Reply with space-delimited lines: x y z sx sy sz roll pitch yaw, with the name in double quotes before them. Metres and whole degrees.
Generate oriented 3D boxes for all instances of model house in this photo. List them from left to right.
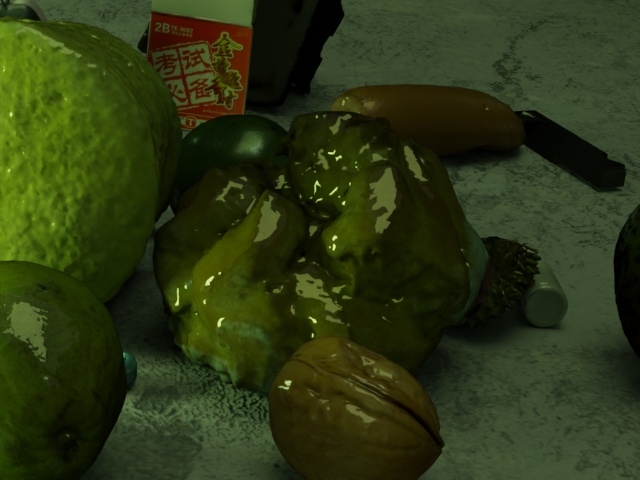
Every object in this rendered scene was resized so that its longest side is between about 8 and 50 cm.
"model house" -0.114 -0.384 2.664 0.297 0.317 0.282 23 28 5

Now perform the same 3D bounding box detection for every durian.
"durian" 0.193 0.057 1.944 0.119 0.108 0.187 18 -11 -30

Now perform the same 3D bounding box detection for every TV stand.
"TV stand" 0.382 -0.143 2.541 0.049 0.040 0.256 -5 25 -26

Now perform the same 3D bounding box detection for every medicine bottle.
"medicine bottle" 0.267 0.063 1.994 0.057 0.057 0.089 4 24 -8

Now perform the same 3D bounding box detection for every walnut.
"walnut" 0.033 0.175 1.561 0.180 0.144 0.144 23 26 19

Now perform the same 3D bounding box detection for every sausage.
"sausage" 0.175 -0.181 2.485 0.354 0.116 0.134 -6 16 -37

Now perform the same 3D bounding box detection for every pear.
"pear" -0.282 0.123 1.488 0.212 0.212 0.269 -5 23 -27

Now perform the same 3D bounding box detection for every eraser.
"eraser" -0.182 -0.278 2.441 0.157 0.230 0.038 9 19 4

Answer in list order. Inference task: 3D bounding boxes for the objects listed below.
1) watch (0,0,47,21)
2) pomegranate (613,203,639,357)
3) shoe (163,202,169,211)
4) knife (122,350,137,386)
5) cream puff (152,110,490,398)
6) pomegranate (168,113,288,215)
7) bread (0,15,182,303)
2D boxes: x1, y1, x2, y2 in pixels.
"watch" -0.471 -0.271 2.319 0.196 0.244 0.231 4 30 -7
"pomegranate" 0.481 0.055 1.883 0.285 0.285 0.341 17 -6 22
"shoe" -0.307 -0.064 2.083 0.228 0.099 0.112 14 30 24
"knife" -0.313 0.137 1.687 0.244 0.032 0.058 -1 26 -10
"cream puff" 0.000 0.000 1.787 0.378 0.275 0.378 6 25 -3
"pomegranate" -0.114 -0.052 2.014 0.187 0.187 0.225 15 38 18
"bread" -0.317 -0.090 1.826 0.348 0.348 0.308 12 18 10
